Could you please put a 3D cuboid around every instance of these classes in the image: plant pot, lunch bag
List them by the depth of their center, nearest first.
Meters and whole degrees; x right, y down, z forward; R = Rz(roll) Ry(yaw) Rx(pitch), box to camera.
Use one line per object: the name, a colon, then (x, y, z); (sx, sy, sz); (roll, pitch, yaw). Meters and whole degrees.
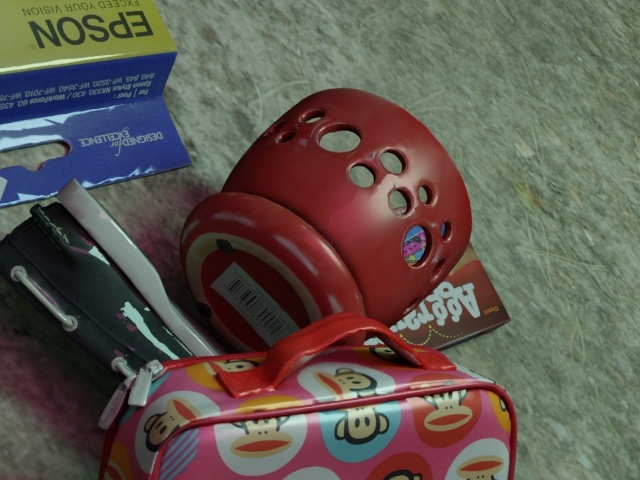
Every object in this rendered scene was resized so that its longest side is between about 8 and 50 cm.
lunch bag: (-0.005, 0.174, 0.759); (0.293, 0.120, 0.258); (0, 105, -30)
plant pot: (0.000, 0.000, 0.875); (0.191, 0.191, 0.174); (47, 50, -3)

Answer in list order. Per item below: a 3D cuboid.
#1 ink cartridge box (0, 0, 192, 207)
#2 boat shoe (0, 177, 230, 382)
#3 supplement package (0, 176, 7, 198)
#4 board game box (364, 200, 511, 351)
ink cartridge box: (-0.276, -0.181, 0.906); (0.303, 0.072, 0.307); (-18, 73, -41)
boat shoe: (-0.121, 0.094, 0.836); (0.091, 0.114, 0.302); (-40, 101, -5)
supplement package: (-0.332, 0.034, 0.676); (0.194, 0.149, 0.203); (26, 51, -22)
board game box: (0.049, 0.049, 1.027); (0.281, 0.027, 0.145); (-15, 74, -40)
